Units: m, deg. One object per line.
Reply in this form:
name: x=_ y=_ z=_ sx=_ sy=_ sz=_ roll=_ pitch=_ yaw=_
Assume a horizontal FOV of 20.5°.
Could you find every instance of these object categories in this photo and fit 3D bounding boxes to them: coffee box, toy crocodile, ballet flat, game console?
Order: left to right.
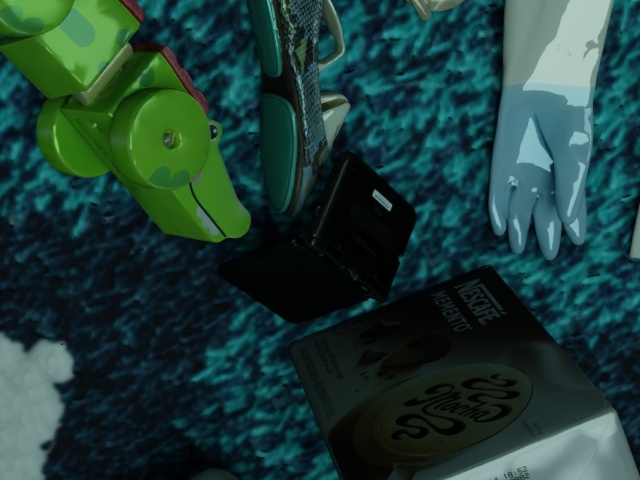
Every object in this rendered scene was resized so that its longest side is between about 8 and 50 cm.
toy crocodile: x=-0.154 y=-0.126 z=1.138 sx=0.105 sy=0.115 sz=0.340 roll=-52 pitch=121 yaw=-22
ballet flat: x=-0.010 y=-0.108 z=1.206 sx=0.070 sy=0.070 sz=0.188 roll=-8 pitch=114 yaw=-8
game console: x=0.000 y=0.000 z=1.239 sx=0.122 sy=0.071 sz=0.107 roll=38 pitch=70 yaw=-57
coffee box: x=0.093 y=0.137 z=1.185 sx=0.168 sy=0.297 sz=0.118 roll=-22 pitch=109 yaw=-2

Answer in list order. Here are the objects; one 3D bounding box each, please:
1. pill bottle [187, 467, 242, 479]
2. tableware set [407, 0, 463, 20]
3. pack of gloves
pill bottle: x=-0.160 y=0.342 z=1.259 sx=0.361 sy=0.204 sz=0.204 roll=-36 pitch=112 yaw=3
tableware set: x=0.113 y=-0.235 z=1.205 sx=0.169 sy=0.020 sz=0.141 roll=-20 pitch=112 yaw=-4
pack of gloves: x=0.222 y=-0.084 z=1.256 sx=0.195 sy=0.046 sz=0.232 roll=-2 pitch=115 yaw=-9
